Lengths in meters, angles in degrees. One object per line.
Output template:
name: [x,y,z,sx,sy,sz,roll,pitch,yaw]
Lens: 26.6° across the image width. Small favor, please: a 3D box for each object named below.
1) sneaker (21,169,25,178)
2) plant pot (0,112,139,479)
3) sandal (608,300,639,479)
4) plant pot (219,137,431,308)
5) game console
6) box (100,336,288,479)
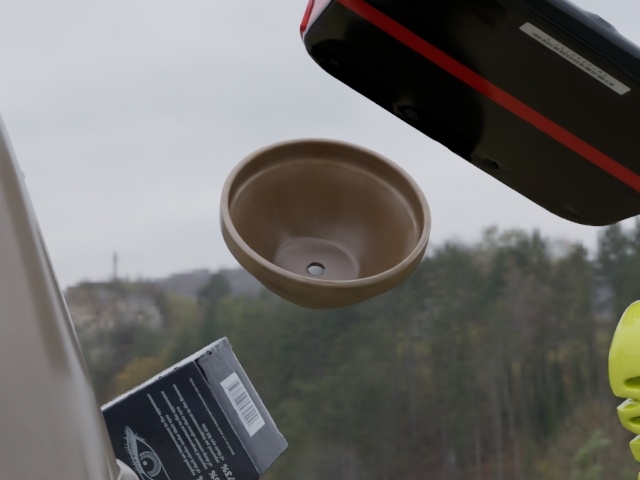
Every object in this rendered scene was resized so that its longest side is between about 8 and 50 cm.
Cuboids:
sneaker: [-0.526,-0.055,1.767,0.268,0.153,0.101,11,-9,-29]
plant pot: [-0.255,0.060,0.677,0.323,0.281,0.323,-4,5,0]
sandal: [0.331,0.198,1.082,0.138,0.317,0.126,-5,21,38]
plant pot: [0.000,0.000,1.529,0.237,0.237,0.110,0,-46,-11]
game console: [0.179,-0.146,1.234,0.386,0.060,0.342,30,-17,-9]
box: [-0.168,0.229,1.534,0.207,0.153,0.108,-29,1,19]
